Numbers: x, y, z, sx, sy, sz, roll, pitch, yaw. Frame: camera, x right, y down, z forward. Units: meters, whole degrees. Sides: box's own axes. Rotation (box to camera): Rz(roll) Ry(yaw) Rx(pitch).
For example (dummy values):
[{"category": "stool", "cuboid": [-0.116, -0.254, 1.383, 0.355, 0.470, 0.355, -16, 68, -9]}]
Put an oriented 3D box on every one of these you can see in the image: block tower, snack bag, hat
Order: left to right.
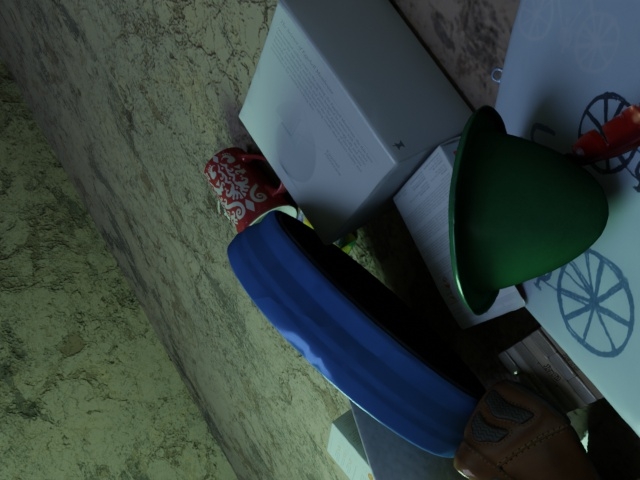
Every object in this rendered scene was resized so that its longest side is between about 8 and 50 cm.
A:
[{"category": "hat", "cuboid": [0.206, -0.022, 0.443, 0.184, 0.209, 0.172, 3, 85, 29]}, {"category": "snack bag", "cuboid": [0.226, -0.065, 0.478, 0.323, 0.037, 0.342, -116, 25, -53]}, {"category": "block tower", "cuboid": [0.299, 0.063, 0.543, 0.091, 0.097, 0.335, 53, 152, 16]}]

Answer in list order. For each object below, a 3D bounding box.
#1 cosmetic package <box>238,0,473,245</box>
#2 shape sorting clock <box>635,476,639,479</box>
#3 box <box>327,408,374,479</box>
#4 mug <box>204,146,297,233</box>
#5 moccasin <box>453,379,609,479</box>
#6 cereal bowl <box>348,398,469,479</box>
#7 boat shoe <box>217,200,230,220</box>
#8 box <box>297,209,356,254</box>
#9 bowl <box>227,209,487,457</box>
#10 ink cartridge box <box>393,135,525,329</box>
[{"category": "cosmetic package", "cuboid": [0.032, -0.152, 0.737, 0.224, 0.138, 0.224, 57, 153, 9]}, {"category": "shape sorting clock", "cuboid": [0.381, 0.312, 0.571, 0.206, 0.040, 0.206, 3, 99, 17]}, {"category": "box", "cuboid": [0.103, 0.427, 1.182, 0.170, 0.091, 0.130, 44, 147, 30]}, {"category": "mug", "cuboid": [-0.122, -0.095, 1.106, 0.169, 0.150, 0.113, 52, -173, 25]}, {"category": "moccasin", "cuboid": [0.273, 0.320, 0.675, 0.380, 0.147, 0.139, 50, 168, -32]}, {"category": "cereal bowl", "cuboid": [0.145, 0.340, 0.929, 0.339, 0.141, 0.338, 162, 90, -87]}, {"category": "boat shoe", "cuboid": [-0.195, -0.096, 1.252, 0.043, 0.049, 0.137, 38, 147, 31]}, {"category": "box", "cuboid": [0.000, 0.000, 1.026, 0.105, 0.043, 0.179, 53, 153, 16]}, {"category": "bowl", "cuboid": [0.056, 0.103, 0.770, 0.391, 0.077, 0.391, 40, -173, -5]}, {"category": "ink cartridge box", "cuboid": [0.156, -0.003, 0.648, 0.179, 0.045, 0.145, 62, 160, 11]}]
